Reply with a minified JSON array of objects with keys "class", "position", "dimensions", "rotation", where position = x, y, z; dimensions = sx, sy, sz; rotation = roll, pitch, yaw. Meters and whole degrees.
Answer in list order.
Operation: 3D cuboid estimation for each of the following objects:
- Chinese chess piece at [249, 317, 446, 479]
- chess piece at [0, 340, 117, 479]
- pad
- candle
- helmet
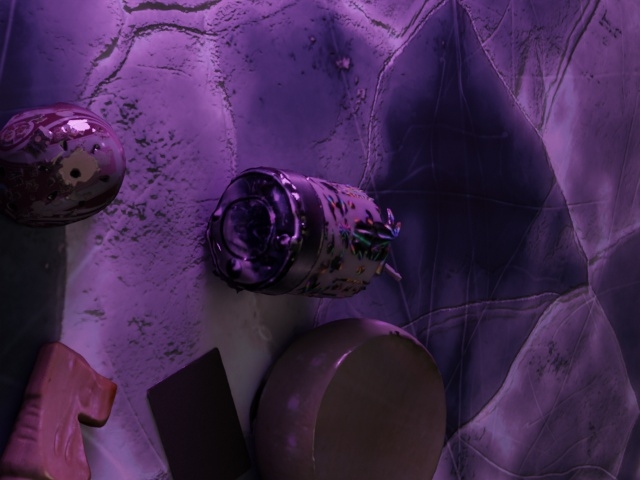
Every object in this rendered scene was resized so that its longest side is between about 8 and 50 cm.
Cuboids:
[{"class":"Chinese chess piece","position":[0.050,0.297,1.745],"dimensions":[0.349,0.146,0.349],"rotation":[-6,99,-45]},{"class":"chess piece","position":[-0.344,0.281,1.369],"dimensions":[0.137,0.137,0.300],"rotation":[34,58,-42]},{"class":"pad","position":[-0.175,0.280,1.611],"dimensions":[0.143,0.003,0.211],"rotation":[-29,114,-41]},{"class":"candle","position":[0.000,0.000,1.639],"dimensions":[0.330,0.187,0.187],"rotation":[10,87,-48]},{"class":"helmet","position":[-0.313,-0.091,1.361],"dimensions":[0.177,0.107,0.153],"rotation":[-33,119,-40]}]
